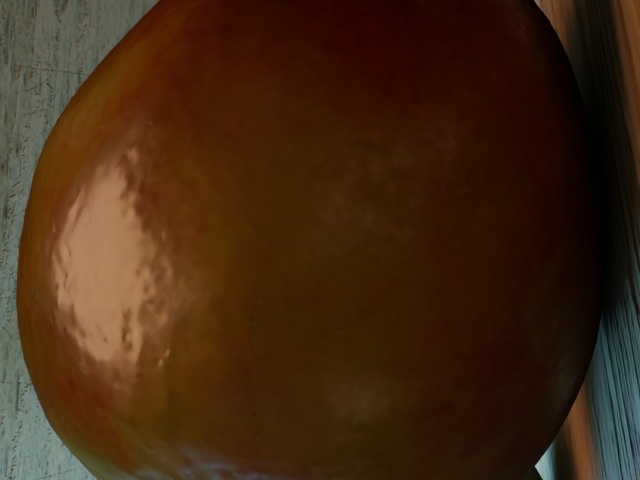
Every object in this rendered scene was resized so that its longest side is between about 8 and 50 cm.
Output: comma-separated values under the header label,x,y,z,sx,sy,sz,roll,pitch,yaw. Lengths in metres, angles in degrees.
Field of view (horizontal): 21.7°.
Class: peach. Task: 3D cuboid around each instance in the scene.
label,x,y,z,sx,sy,sz,roll,pitch,yaw
peach,0.000,0.000,0.805,0.308,0.308,0.332,-92,13,-49

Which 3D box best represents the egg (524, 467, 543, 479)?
label,x,y,z,sx,sy,sz,roll,pitch,yaw
egg,0.049,0.209,1.090,0.269,0.220,0.220,77,-171,-72
